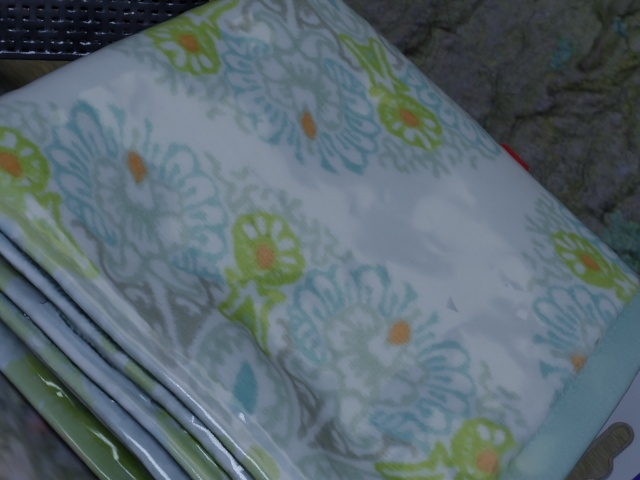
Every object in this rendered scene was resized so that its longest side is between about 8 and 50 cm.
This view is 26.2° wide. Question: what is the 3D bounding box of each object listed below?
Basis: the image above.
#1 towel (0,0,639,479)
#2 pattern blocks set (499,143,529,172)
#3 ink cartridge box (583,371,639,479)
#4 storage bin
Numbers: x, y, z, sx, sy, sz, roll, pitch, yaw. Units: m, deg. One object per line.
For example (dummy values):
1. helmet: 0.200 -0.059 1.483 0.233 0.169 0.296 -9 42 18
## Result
1. towel: 0.002 0.015 0.714 0.320 0.090 0.374 47 39 5
2. pattern blocks set: 0.000 0.000 0.823 0.325 0.026 0.285 18 47 -23
3. ink cartridge box: 0.090 0.044 0.992 0.371 0.176 0.069 46 12 3
4. storage bin: -0.163 -0.167 0.844 0.180 0.084 0.122 0 25 -16
